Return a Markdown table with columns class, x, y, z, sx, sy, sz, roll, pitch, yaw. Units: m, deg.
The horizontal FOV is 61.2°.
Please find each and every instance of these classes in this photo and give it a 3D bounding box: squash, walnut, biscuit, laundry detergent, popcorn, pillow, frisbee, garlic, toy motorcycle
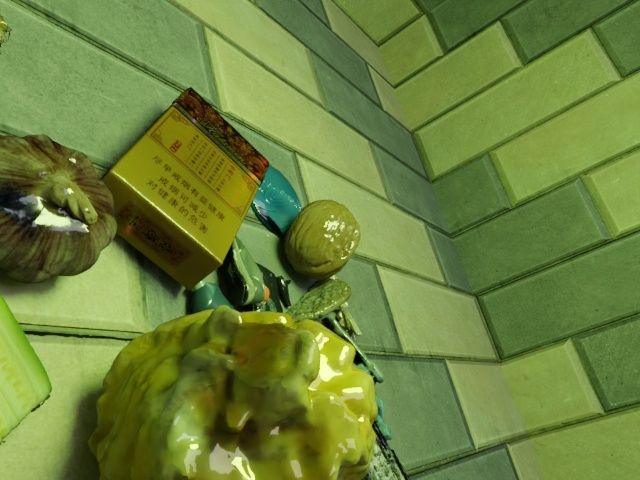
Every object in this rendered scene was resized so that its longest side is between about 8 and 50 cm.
| class | x | y | z | sx | sy | sz | roll | pitch | yaw |
| --- | --- | --- | --- | --- | --- | --- | --- | --- | --- |
| squash | -0.453 | 0.111 | 0.616 | 0.289 | 0.111 | 0.203 | 63 | 0 | -9 |
| walnut | 0.000 | 0.000 | 1.412 | 0.213 | 0.213 | 0.213 | 41 | 34 | -35 |
| biscuit | 0.009 | 0.149 | 1.353 | 0.290 | 0.141 | 0.038 | -40 | 114 | -65 |
| laundry detergent | -0.195 | 0.159 | 1.075 | 0.206 | 0.061 | 0.096 | 57 | 20 | -8 |
| popcorn | -0.113 | 0.269 | 0.765 | 0.354 | 0.390 | 0.344 | 20 | 64 | -40 |
| pillow | -0.125 | 0.141 | 1.212 | 0.141 | 0.055 | 0.208 | 45 | 24 | -53 |
| frisbee | -0.116 | -0.119 | 1.490 | 0.242 | 0.045 | 0.242 | 39 | 35 | -34 |
| garlic | -0.412 | -0.057 | 0.797 | 0.245 | 0.160 | 0.245 | 29 | 46 | -34 |
| toy motorcycle | 0.070 | 0.326 | 1.243 | 0.319 | 0.182 | 0.241 | 58 | 27 | -5 |

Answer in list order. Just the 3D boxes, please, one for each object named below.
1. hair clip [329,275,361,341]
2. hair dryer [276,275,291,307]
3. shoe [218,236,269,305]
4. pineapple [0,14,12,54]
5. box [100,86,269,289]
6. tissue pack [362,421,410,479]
| class | x | y | z | sx | sy | sz | roll | pitch | yaw |
| --- | --- | --- | --- | --- | --- | --- | --- | --- | --- |
| hair clip | 0.056 | 0.184 | 1.503 | 0.062 | 0.056 | 0.214 | 0 | 55 | -42 |
| hair dryer | -0.083 | 0.120 | 1.349 | 0.083 | 0.031 | 0.079 | -29 | 101 | -71 |
| shoe | -0.166 | 0.063 | 1.163 | 0.077 | 0.074 | 0.194 | 14 | 36 | -37 |
| pineapple | -0.612 | -0.369 | 0.873 | 0.221 | 0.047 | 0.221 | 36 | 37 | -34 |
| box | -0.269 | -0.127 | 1.124 | 0.264 | 0.116 | 0.415 | 42 | 31 | -20 |
| tissue pack | 0.021 | 0.412 | 1.021 | 0.123 | 0.245 | 0.332 | -26 | 87 | -45 |
